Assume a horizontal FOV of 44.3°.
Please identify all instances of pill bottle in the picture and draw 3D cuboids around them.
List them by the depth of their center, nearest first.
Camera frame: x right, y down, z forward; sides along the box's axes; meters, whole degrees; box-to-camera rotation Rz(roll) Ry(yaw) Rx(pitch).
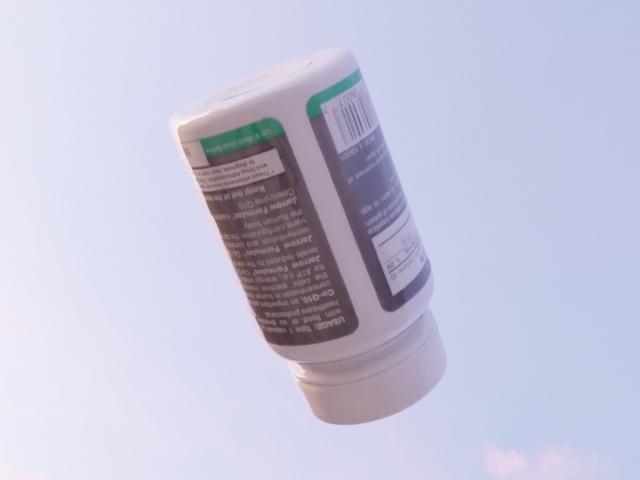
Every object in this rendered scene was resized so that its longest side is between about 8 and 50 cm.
[{"bbox_3d":[0.000,0.000,0.833,0.204,0.204,0.361,-7,-68,37],"label":"pill bottle"}]
